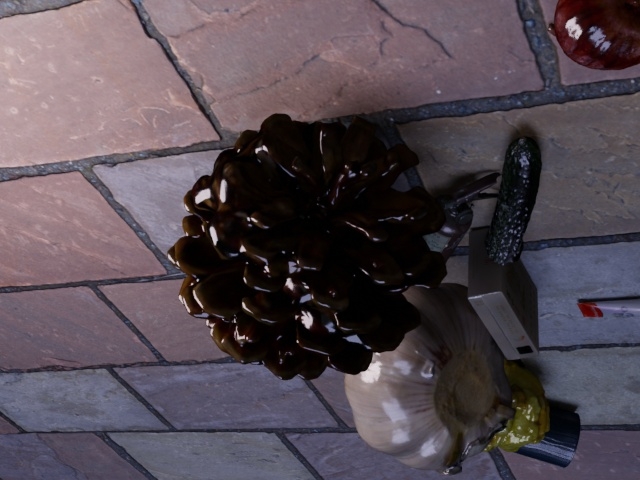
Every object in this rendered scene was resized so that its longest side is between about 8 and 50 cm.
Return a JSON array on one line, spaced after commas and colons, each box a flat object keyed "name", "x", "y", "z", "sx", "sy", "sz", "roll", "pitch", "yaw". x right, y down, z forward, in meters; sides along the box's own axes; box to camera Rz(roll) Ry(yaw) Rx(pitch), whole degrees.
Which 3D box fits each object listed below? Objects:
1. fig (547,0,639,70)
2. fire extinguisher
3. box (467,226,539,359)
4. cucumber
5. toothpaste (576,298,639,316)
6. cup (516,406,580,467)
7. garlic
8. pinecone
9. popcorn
[{"name": "fig", "x": 0.323, "y": -0.260, "z": 1.228, "sx": 0.150, "sy": 0.128, "sz": 0.128, "roll": 4, "pitch": 146, "yaw": 30}, {"name": "fire extinguisher", "x": 0.206, "y": -0.031, "z": 1.653, "sx": 0.075, "sy": 0.106, "sz": 0.252, "roll": 48, "pitch": 147, "yaw": 16}, {"name": "box", "x": 0.303, "y": 0.088, "z": 1.712, "sx": 0.058, "sy": 0.141, "sz": 0.201, "roll": -12, "pitch": 140, "yaw": 24}, {"name": "cucumber", "x": 0.294, "y": -0.067, "z": 1.552, "sx": 0.067, "sy": 0.067, "sz": 0.245, "roll": 10, "pitch": 138, "yaw": 4}, {"name": "toothpaste", "x": 0.536, "y": 0.115, "z": 1.774, "sx": 0.190, "sy": 0.031, "sz": 0.048, "roll": -5, "pitch": 145, "yaw": 29}, {"name": "cup", "x": 0.441, "y": 0.400, "z": 2.138, "sx": 0.138, "sy": 0.113, "sz": 0.150, "roll": 16, "pitch": 144, "yaw": -2}, {"name": "garlic", "x": 0.179, "y": 0.226, "z": 1.753, "sx": 0.241, "sy": 0.322, "sz": 0.322, "roll": -20, "pitch": 134, "yaw": 40}, {"name": "pinecone", "x": 0.000, "y": 0.000, "z": 1.490, "sx": 0.397, "sy": 0.398, "sz": 0.398, "roll": 9, "pitch": 146, "yaw": 6}, {"name": "popcorn", "x": 0.346, "y": 0.325, "z": 1.999, "sx": 0.197, "sy": 0.155, "sz": 0.198, "roll": 9, "pitch": 116, "yaw": 19}]
